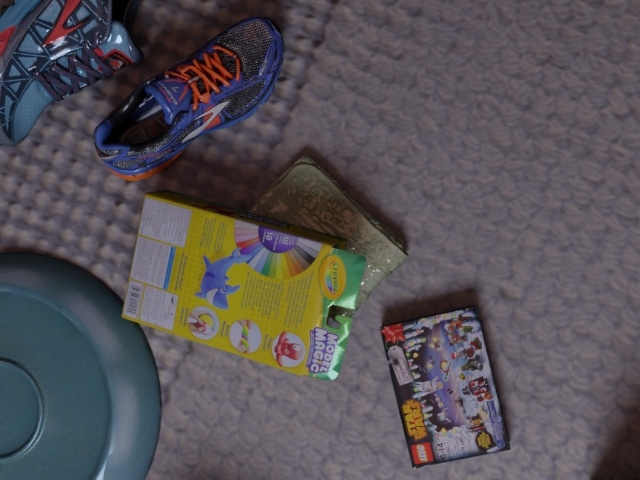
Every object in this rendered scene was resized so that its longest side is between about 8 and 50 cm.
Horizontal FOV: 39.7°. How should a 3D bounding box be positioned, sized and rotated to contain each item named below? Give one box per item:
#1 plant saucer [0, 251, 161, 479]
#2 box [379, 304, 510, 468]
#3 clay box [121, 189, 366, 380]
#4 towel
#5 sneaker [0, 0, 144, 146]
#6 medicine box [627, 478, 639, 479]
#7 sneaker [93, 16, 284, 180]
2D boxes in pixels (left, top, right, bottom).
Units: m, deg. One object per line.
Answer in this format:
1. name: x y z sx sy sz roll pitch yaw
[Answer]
1. plant saucer: -0.319 0.169 0.893 0.318 0.044 0.317 0 87 8
2. box: 0.116 0.137 0.833 0.094 0.027 0.136 -14 86 9
3. clay box: -0.069 0.041 0.834 0.222 0.053 0.127 16 101 14
4. towel: 0.000 0.000 0.858 0.148 0.027 0.110 43 95 8
5. sneaker: -0.241 -0.197 0.867 0.125 0.104 0.261 31 93 7
6. medicine box: 0.390 0.329 0.719 0.290 0.149 0.263 -8 86 9
7. sneaker: -0.126 -0.136 0.853 0.221 0.087 0.083 -40 83 5
